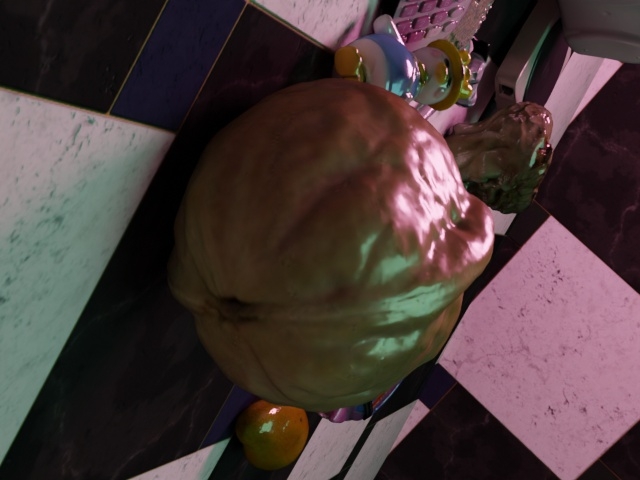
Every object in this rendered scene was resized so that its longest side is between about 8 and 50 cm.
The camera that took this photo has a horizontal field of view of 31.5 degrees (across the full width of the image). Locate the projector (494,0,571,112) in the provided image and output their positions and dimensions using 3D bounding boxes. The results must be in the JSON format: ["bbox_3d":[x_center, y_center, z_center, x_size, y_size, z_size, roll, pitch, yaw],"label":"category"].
[{"bbox_3d":[0.424,-0.354,2.283,0.259,0.079,0.257,-58,158,-17],"label":"projector"}]

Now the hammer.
[{"bbox_3d":[0.168,-0.199,1.862,0.427,0.044,0.152,-45,159,-39],"label":"hammer"}]

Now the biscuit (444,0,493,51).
[{"bbox_3d":[0.209,-0.361,1.670,0.147,0.046,0.250,-59,165,2],"label":"biscuit"}]

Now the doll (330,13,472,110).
[{"bbox_3d":[0.105,-0.209,1.441,0.241,0.135,0.099,-9,156,-39],"label":"doll"}]

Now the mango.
[{"bbox_3d":[-0.086,0.335,1.998,0.136,0.099,0.227,-50,155,-7],"label":"mango"}]

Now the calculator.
[{"bbox_3d":[0.158,-0.357,1.465,0.194,0.043,0.294,-25,148,-42],"label":"calculator"}]

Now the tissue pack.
[{"bbox_3d":[0.550,-0.495,2.074,0.236,0.229,0.333,-68,152,-13],"label":"tissue pack"}]

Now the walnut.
[{"bbox_3d":[0.009,0.008,1.237,0.381,0.381,0.381,-52,164,-22],"label":"walnut"}]

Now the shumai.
[{"bbox_3d":[0.326,-0.163,2.173,0.256,0.218,0.189,95,-3,-61],"label":"shumai"}]

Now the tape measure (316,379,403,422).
[{"bbox_3d":[0.076,0.244,2.253,0.231,0.149,0.245,-56,158,1],"label":"tape measure"}]
